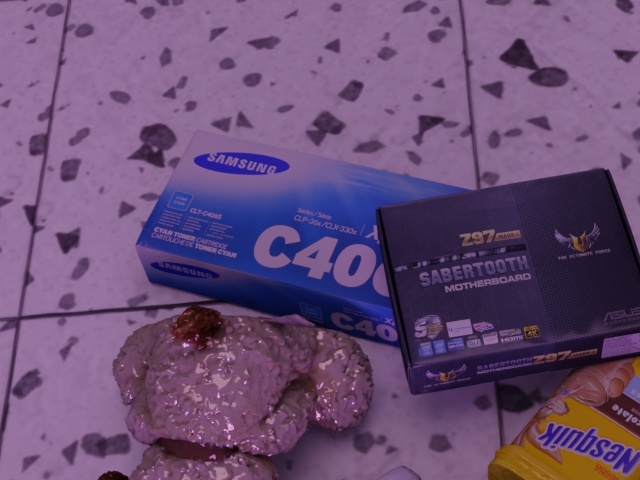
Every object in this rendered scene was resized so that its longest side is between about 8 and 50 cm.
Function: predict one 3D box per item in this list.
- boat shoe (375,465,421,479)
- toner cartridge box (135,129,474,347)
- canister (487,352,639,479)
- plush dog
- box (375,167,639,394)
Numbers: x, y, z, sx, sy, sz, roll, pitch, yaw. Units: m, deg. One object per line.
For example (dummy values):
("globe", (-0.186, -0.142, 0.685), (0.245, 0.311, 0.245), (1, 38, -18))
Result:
("boat shoe", (0.015, 0.286, 1.125), (0.226, 0.083, 0.076), (-36, 56, -17))
("toner cartridge box", (0.000, 0.000, 1.339), (0.348, 0.075, 0.165), (13, 57, 18))
("canister", (0.251, 0.183, 1.167), (0.126, 0.073, 0.170), (32, 64, 27))
("plush dog", (-0.094, 0.183, 1.173), (0.262, 0.210, 0.225), (2, 80, 12))
("box", (0.179, 0.035, 1.205), (0.233, 0.059, 0.183), (-9, 54, 0))
